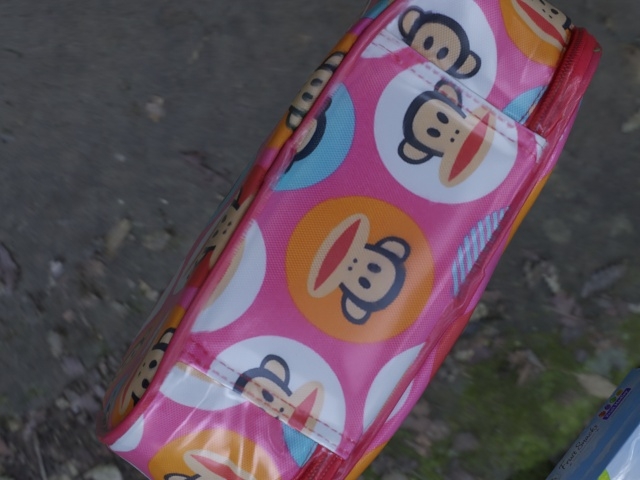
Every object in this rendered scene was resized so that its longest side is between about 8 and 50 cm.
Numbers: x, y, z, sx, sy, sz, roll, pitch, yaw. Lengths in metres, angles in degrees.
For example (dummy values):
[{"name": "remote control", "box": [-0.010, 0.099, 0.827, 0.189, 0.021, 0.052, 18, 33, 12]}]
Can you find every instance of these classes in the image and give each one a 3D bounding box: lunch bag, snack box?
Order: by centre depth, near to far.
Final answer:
[{"name": "lunch bag", "box": [0.000, 0.000, 0.777, 0.120, 0.258, 0.293, 35, 84, -9]}, {"name": "snack box", "box": [0.292, 0.241, 1.299, 0.174, 0.070, 0.207, -47, 108, -21]}]
